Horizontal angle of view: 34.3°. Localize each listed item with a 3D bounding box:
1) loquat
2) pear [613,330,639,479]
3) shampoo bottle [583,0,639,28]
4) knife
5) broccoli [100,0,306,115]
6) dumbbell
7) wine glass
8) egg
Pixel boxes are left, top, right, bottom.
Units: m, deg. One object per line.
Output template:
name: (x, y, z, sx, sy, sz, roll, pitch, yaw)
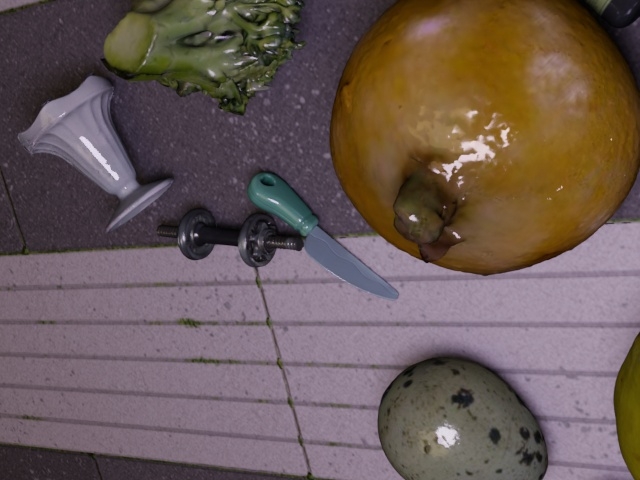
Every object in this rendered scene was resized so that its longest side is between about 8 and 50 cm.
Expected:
loquat: (0.158, -0.106, 1.083, 0.328, 0.359, 0.328, 18, 130, 22)
pear: (0.467, 0.198, 1.064, 0.375, 0.287, 0.287, 44, 131, -15)
shampoo bottle: (0.241, -0.346, 1.074, 0.284, 0.101, 0.101, 46, 128, 9)
knife: (-0.001, 0.000, 1.418, 0.260, 0.063, 0.034, 42, 132, 12)
broccoli: (-0.170, -0.273, 1.296, 0.288, 0.245, 0.248, -41, 76, 34)
dumbbell: (-0.135, -0.005, 1.495, 0.254, 0.081, 0.082, 5, 113, 32)
wine glass: (-0.326, -0.122, 1.530, 0.165, 0.165, 0.196, -34, 93, 39)
egg: (0.183, 0.248, 1.333, 0.228, 0.177, 0.177, 28, 125, 4)
